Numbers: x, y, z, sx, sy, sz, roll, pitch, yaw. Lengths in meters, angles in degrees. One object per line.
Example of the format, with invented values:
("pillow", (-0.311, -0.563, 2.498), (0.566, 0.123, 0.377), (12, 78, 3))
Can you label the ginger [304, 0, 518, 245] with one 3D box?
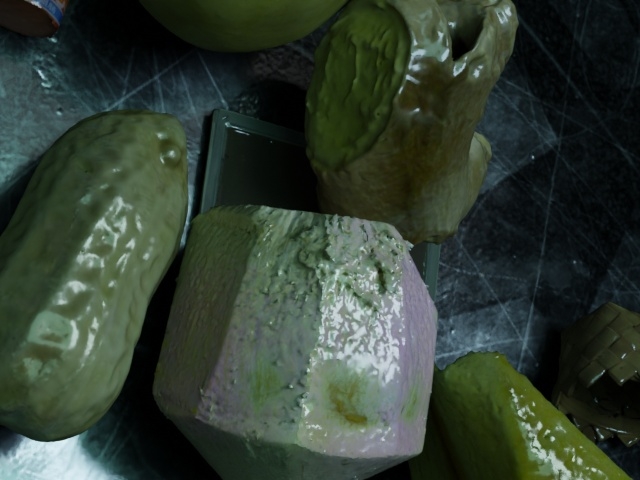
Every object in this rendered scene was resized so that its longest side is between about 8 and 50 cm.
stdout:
("ginger", (0.089, -0.107, 1.556), (0.221, 0.130, 0.275), (21, 107, -41))

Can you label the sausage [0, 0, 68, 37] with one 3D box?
("sausage", (-0.221, -0.310, 1.526), (0.074, 0.074, 0.274), (27, 67, -20))

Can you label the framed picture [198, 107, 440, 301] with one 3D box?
("framed picture", (0.000, 0.000, 1.600), (0.252, 0.014, 0.197), (15, 72, -24))

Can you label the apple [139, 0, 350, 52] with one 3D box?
("apple", (-0.060, -0.297, 1.500), (0.262, 0.262, 0.262), (6, 75, -26))

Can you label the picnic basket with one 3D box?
("picnic basket", (0.291, 0.162, 1.646), (0.138, 0.128, 0.178), (21, 60, -20))

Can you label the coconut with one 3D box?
("coconut", (-0.020, 0.100, 1.438), (0.233, 0.233, 0.245), (12, 82, -25))

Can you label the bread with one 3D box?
("bread", (0.225, 0.247, 1.534), (0.245, 0.233, 0.361), (-13, 84, -29))

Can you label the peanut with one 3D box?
("peanut", (-0.200, 0.018, 1.418), (0.152, 0.152, 0.313), (29, 62, -19))
